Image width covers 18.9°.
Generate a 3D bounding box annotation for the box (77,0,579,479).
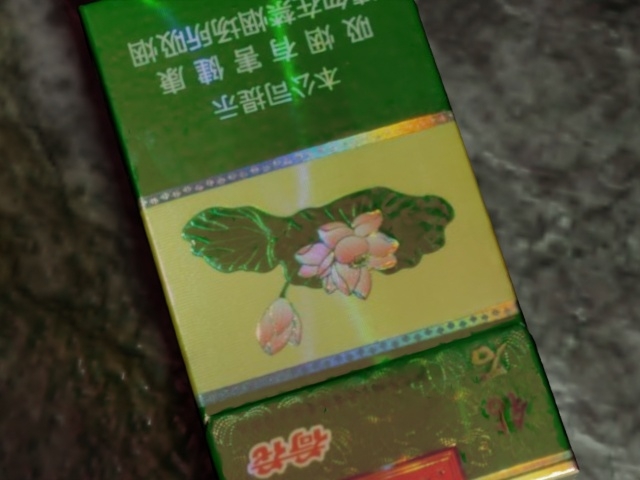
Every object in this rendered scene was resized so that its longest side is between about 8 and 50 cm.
[{"bbox_3d":[0.000,0.000,0.745,0.132,0.034,0.235,-16,76,-6],"label":"box"}]
